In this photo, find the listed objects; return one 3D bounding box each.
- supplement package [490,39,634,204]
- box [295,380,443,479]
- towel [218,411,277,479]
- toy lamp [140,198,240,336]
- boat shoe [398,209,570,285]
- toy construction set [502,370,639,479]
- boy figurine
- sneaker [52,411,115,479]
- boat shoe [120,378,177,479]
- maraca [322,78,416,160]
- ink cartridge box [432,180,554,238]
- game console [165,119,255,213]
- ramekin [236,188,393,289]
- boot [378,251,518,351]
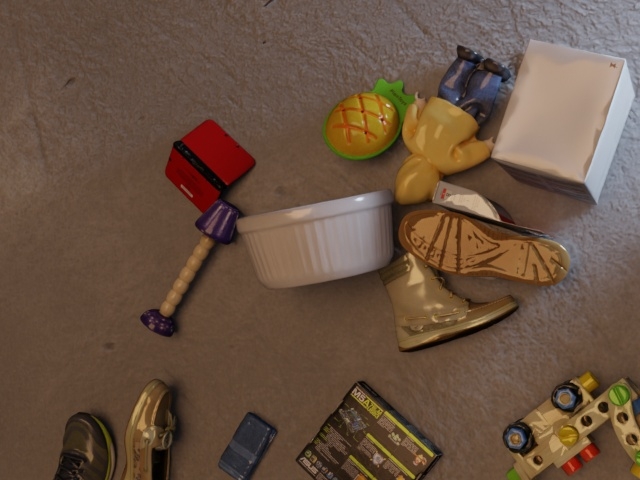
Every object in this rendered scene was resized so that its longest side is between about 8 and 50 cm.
[{"bbox_3d":[0.382,-0.180,1.468,0.149,0.203,0.194,19,90,23],"label":"supplement package"},{"bbox_3d":[0.080,0.371,1.613,0.191,0.045,0.184,40,97,22],"label":"box"},{"bbox_3d":[-0.134,0.376,1.707,0.067,0.029,0.119,32,97,22],"label":"towel"},{"bbox_3d":[-0.240,0.048,1.767,0.080,0.080,0.274,37,100,22],"label":"toy lamp"},{"bbox_3d":[0.265,0.019,1.542,0.277,0.096,0.098,16,90,13],"label":"boat shoe"},{"bbox_3d":[0.404,0.331,1.437,0.328,0.151,0.215,-39,71,2],"label":"toy construction set"},{"bbox_3d":[0.220,-0.179,1.596,0.177,0.092,0.285,28,95,22],"label":"boy figurine"},{"bbox_3d":[-0.473,0.477,1.784,0.111,0.121,0.300,4,85,22],"label":"sneaker"},{"bbox_3d":[-0.307,0.399,1.744,0.089,0.104,0.285,12,99,19],"label":"boat shoe"},{"bbox_3d":[0.089,-0.213,1.654,0.186,0.099,0.127,-39,72,-14],"label":"maraca"},{"bbox_3d":[0.285,-0.049,1.523,0.179,0.145,0.045,14,91,23],"label":"ink cartridge box"},{"bbox_3d":[-0.214,-0.138,1.811,0.144,0.085,0.124,44,132,21],"label":"game console"},{"bbox_3d":[0.000,0.000,1.578,0.273,0.273,0.127,-11,91,21],"label":"ramekin"},{"bbox_3d":[0.210,0.083,1.578,0.213,0.077,0.165,-21,74,19],"label":"boot"}]
